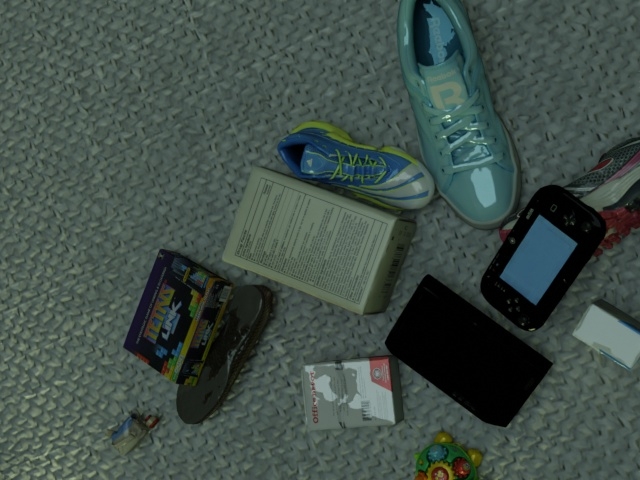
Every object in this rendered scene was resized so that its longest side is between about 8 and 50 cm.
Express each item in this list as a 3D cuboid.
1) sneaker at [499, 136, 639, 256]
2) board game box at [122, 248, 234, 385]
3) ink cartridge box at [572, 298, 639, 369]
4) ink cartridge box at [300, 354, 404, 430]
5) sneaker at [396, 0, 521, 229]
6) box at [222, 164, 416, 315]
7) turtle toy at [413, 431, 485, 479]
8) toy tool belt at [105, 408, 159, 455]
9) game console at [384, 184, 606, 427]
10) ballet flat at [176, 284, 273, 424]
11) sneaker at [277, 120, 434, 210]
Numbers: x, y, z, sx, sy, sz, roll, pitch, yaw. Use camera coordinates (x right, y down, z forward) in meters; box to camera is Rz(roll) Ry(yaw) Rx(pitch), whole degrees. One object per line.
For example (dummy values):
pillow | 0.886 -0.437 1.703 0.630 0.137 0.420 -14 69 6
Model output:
sneaker | 0.383 -0.059 1.442 0.299 0.121 0.112 -23 52 17
board game box | -0.220 0.116 1.638 0.141 0.048 0.170 25 96 39
ink cartridge box | 0.391 0.123 1.416 0.088 0.122 0.052 33 102 17
ink cartridge box | 0.047 0.222 1.562 0.135 0.056 0.099 -7 85 18
sneaker | 0.176 -0.190 1.486 0.135 0.150 0.366 -21 81 18
box | 0.000 0.000 1.550 0.232 0.127 0.149 21 95 19
turtle toy | 0.188 0.335 1.505 0.130 0.066 0.095 27 97 18
toy tool belt | -0.299 0.294 1.681 0.051 0.052 0.083 45 101 6
game console | 0.244 0.076 1.437 0.213 0.044 0.361 35 123 13
ballet flat | -0.142 0.175 1.634 0.084 0.058 0.250 35 103 29
sneaker | 0.039 -0.097 1.530 0.240 0.126 0.091 24 116 27
